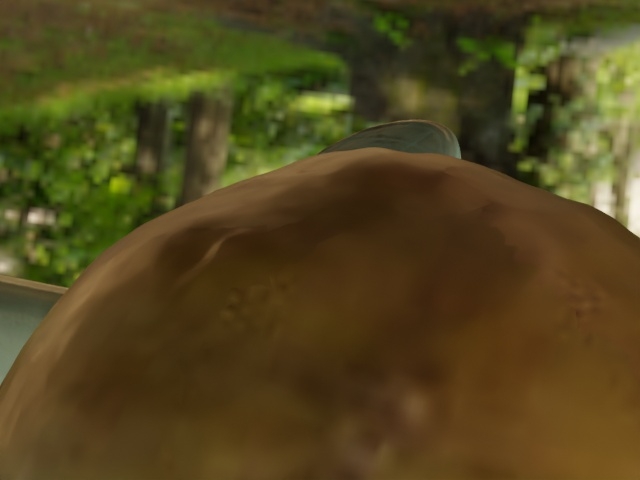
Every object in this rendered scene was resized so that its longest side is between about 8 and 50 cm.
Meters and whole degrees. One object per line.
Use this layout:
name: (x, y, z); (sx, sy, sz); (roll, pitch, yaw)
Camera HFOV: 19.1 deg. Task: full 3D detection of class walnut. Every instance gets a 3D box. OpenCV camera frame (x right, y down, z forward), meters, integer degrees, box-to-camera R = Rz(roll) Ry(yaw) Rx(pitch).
walnut: (0.021, 0.084, 0.464); (0.203, 0.203, 0.298); (7, 167, 0)

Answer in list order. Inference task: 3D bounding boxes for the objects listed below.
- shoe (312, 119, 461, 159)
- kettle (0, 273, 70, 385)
shoe: (0.000, 0.000, 1.361); (0.251, 0.103, 0.100); (-20, 127, 24)
kettle: (-0.320, 0.092, 1.387); (0.255, 0.165, 0.240); (10, 179, -9)
